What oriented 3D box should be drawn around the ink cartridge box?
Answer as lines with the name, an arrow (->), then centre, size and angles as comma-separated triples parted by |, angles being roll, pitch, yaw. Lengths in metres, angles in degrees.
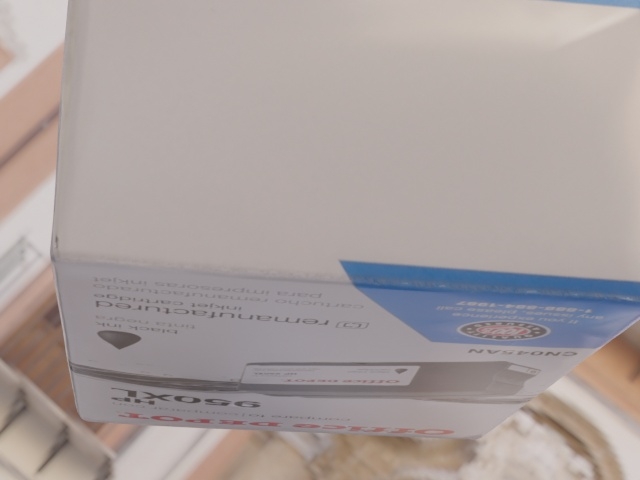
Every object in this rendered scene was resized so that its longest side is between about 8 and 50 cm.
ink cartridge box -> 0.000, 0.000, 0.913 | 0.286, 0.166, 0.395 | 4, -17, -6
